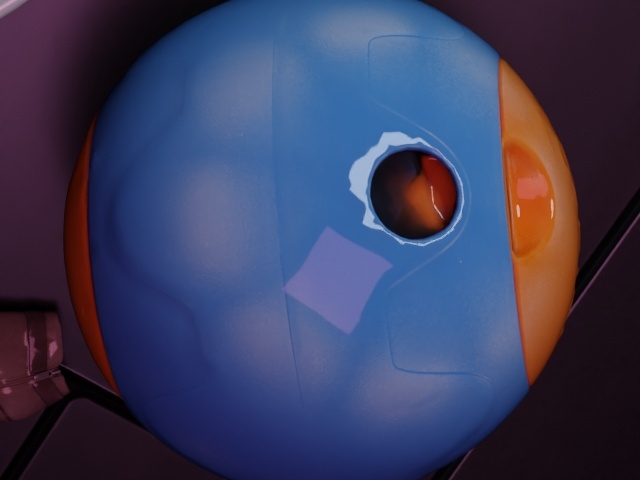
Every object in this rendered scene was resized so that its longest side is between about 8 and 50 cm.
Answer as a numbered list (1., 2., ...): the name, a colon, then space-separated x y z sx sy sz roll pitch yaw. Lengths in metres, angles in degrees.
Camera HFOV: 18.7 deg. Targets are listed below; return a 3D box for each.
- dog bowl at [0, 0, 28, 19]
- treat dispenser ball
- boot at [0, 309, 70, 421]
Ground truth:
1. dog bowl: -0.236 -0.237 1.027 0.264 0.104 0.265 -2 107 -5
2. treat dispenser ball: 0.000 0.000 1.092 0.288 0.288 0.288 -3 109 -8
3. boot: -0.206 0.059 1.218 0.087 0.042 0.118 -14 112 -10
